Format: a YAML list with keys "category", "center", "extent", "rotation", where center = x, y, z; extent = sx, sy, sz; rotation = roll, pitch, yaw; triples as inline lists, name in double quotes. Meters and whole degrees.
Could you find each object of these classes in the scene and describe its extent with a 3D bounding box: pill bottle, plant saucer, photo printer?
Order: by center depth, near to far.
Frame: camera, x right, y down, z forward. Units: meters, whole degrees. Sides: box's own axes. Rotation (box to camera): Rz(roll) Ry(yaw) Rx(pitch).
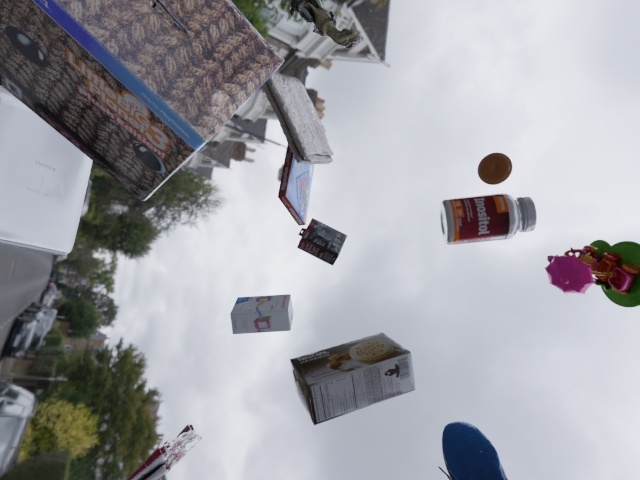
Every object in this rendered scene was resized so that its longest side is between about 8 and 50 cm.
- category: "pill bottle"
  center: [0.300, -0.041, 0.745]
  extent: [0.086, 0.152, 0.085]
  rotation: [-6, 90, -83]
- category: "photo printer"
  center: [-0.604, -0.139, 0.839]
  extent: [0.107, 0.256, 0.307]
  rotation: [4, -101, 16]
- category: "plant saucer"
  center: [0.440, -0.182, 1.038]
  extent: [0.084, 0.013, 0.083]
  rotation: [-5, -98, 36]

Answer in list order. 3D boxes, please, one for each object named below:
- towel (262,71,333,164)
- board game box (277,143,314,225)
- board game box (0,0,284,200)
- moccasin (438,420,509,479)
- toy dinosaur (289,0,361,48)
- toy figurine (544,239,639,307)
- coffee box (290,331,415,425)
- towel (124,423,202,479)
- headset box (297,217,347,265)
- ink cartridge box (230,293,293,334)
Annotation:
- category: "towel"
  center: [-0.060, -0.339, 1.134]
  extent: [0.049, 0.187, 0.282]
  rotation: [-26, -92, 28]
- category: "board game box"
  center: [-0.064, -0.199, 1.203]
  extent: [0.027, 0.145, 0.281]
  rotation: [-7, -124, 21]
- category: "board game box"
  center: [-0.228, -0.198, 0.489]
  extent: [0.291, 0.232, 0.141]
  rotation: [-13, -141, 56]
- category: "moccasin"
  center: [0.338, 0.545, 0.869]
  extent: [0.342, 0.138, 0.116]
  rotation: [-91, 171, -69]
- category: "toy dinosaur"
  center: [-0.026, -0.483, 0.839]
  extent: [0.064, 0.118, 0.268]
  rotation: [-44, -114, 25]
- category: "toy figurine"
  center: [0.517, 0.051, 0.805]
  extent: [0.173, 0.160, 0.130]
  rotation: [-103, -162, -62]
- category: "coffee box"
  center: [0.071, 0.307, 0.942]
  extent: [0.141, 0.247, 0.098]
  rotation: [-161, -119, -71]
- category: "towel"
  center: [-0.296, 0.368, 0.591]
  extent: [0.037, 0.237, 0.329]
  rotation: [51, -20, 10]
- category: "headset box"
  center: [0.000, 0.000, 0.760]
  extent: [0.062, 0.083, 0.032]
  rotation: [-65, -179, -45]
- category: "ink cartridge box"
  center: [-0.123, 0.157, 0.882]
  extent: [0.088, 0.123, 0.052]
  rotation: [-93, -179, -74]
